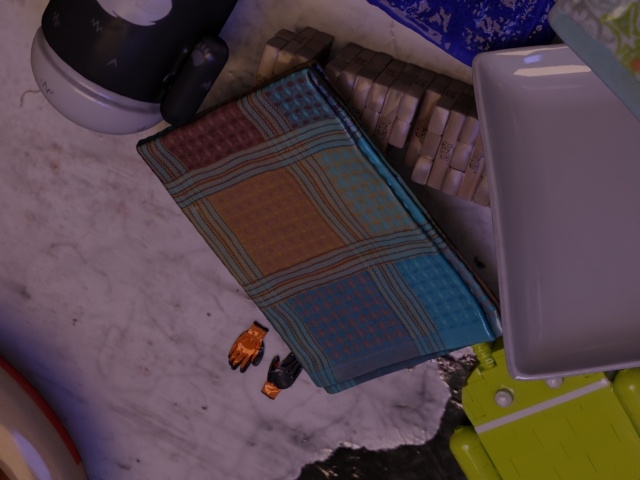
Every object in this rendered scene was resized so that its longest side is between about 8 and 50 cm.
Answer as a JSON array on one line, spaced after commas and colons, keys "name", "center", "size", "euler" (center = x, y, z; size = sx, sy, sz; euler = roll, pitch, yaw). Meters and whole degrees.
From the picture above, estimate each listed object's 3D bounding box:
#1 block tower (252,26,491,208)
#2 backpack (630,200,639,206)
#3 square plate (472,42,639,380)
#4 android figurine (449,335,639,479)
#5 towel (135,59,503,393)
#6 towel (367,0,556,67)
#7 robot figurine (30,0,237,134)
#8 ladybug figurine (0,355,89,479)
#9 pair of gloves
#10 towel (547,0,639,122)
[{"name": "block tower", "center": [0.099, -0.121, 1.660], "size": [0.335, 0.091, 0.097], "euler": [22, 118, 8]}, {"name": "backpack", "center": [0.340, 0.012, 1.612], "size": [0.115, 0.152, 0.182], "euler": [-2, 117, 15]}, {"name": "square plate", "center": [0.328, -0.039, 1.492], "size": [0.347, 0.344, 0.049], "euler": [-6, 153, 4]}, {"name": "android figurine", "center": [0.261, 0.205, 1.767], "size": [0.248, 0.056, 0.273], "euler": [-22, 105, 26]}, {"name": "towel", "center": [0.000, 0.000, 1.711], "size": [0.271, 0.040, 0.370], "euler": [-21, 116, 38]}, {"name": "towel", "center": [0.171, -0.325, 1.558], "size": [0.228, 0.076, 0.308], "euler": [31, 118, 3]}, {"name": "robot figurine", "center": [-0.186, -0.239, 1.664], "size": [0.173, 0.209, 0.278], "euler": [24, 119, -17]}, {"name": "ladybug figurine", "center": [-0.449, 0.245, 1.960], "size": [0.305, 0.162, 0.449], "euler": [-39, 97, 28]}, {"name": "pair of gloves", "center": [-0.065, 0.141, 1.873], "size": [0.083, 0.010, 0.074], "euler": [37, 118, 0]}, {"name": "towel", "center": [0.401, -0.207, 1.395], "size": [0.374, 0.090, 0.320], "euler": [52, 119, 25]}]
